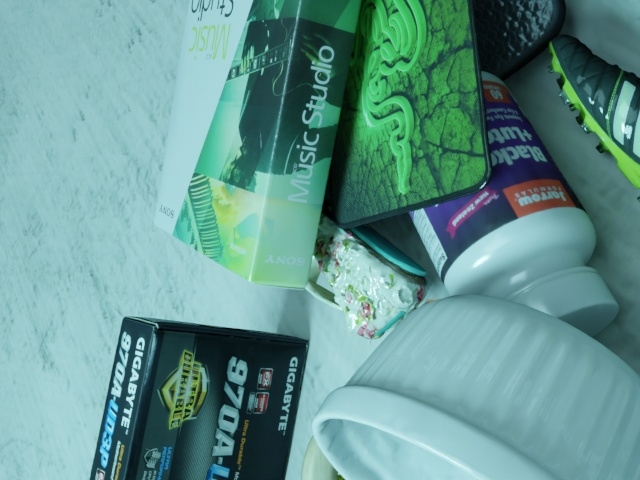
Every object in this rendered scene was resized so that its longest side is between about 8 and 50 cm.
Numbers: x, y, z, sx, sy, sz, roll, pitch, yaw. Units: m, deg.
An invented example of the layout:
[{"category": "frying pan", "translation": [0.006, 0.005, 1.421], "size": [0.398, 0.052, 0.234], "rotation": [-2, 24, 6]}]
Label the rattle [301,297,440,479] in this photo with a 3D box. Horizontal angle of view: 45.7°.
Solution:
[{"category": "rattle", "translation": [0.058, 0.157, 0.610], "size": [0.130, 0.142, 0.199], "rotation": [11, 70, 12]}]

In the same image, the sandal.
[{"category": "sandal", "translation": [0.088, -0.128, 0.634], "size": [0.255, 0.054, 0.097], "rotation": [-28, 84, 31]}]

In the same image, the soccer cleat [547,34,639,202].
[{"category": "soccer cleat", "translation": [0.218, -0.078, 0.506], "size": [0.072, 0.060, 0.178], "rotation": [-37, 64, 19]}]

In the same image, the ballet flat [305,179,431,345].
[{"category": "ballet flat", "translation": [0.000, 0.000, 0.643], "size": [0.077, 0.091, 0.241], "rotation": [-59, 36, 14]}]

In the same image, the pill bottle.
[{"category": "pill bottle", "translation": [0.124, -0.016, 0.536], "size": [0.108, 0.108, 0.193], "rotation": [-40, 56, 29]}]

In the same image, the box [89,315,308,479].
[{"category": "box", "translation": [-0.105, 0.182, 0.651], "size": [0.051, 0.175, 0.220], "rotation": [7, 84, 44]}]

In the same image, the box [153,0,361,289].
[{"category": "box", "translation": [-0.057, -0.143, 0.631], "size": [0.232, 0.059, 0.321], "rotation": [22, 104, 58]}]

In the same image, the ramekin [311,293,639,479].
[{"category": "ramekin", "translation": [0.108, 0.126, 0.456], "size": [0.207, 0.207, 0.109], "rotation": [13, 56, 43]}]

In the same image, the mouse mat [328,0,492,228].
[{"category": "mouse mat", "translation": [0.052, -0.111, 0.542], "size": [0.153, 0.007, 0.189], "rotation": [-16, 73, 48]}]
